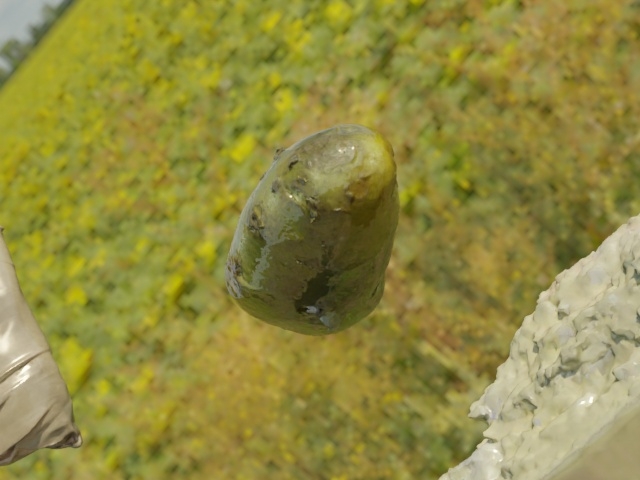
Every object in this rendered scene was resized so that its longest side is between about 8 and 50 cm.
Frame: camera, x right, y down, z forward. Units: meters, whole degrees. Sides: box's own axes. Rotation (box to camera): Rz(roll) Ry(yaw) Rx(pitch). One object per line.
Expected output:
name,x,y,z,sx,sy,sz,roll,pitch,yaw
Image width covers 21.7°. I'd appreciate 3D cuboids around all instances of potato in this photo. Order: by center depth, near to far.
potato,0.000,0.000,1.014,0.188,0.105,0.085,110,145,-53

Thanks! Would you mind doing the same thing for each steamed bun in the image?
steamed bun,0.178,0.079,0.918,0.225,0.200,0.170,-36,34,15

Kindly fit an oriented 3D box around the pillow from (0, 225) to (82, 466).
pillow,-0.289,0.129,1.131,0.270,0.173,0.067,-34,-18,-1
